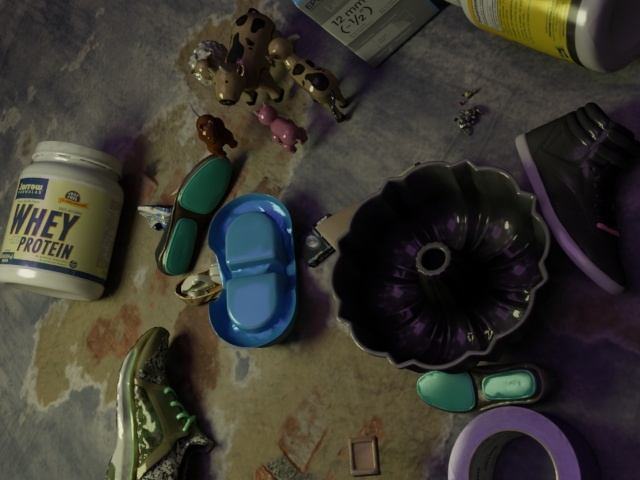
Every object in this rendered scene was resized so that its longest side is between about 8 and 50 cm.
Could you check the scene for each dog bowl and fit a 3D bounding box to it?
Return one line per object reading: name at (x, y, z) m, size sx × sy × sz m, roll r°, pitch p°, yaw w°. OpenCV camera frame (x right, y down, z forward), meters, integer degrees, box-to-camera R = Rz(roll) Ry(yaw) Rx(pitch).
dog bowl at (-0.117, 0.061, 1.441) m, size 0.166 × 0.074 × 0.297 m, roll -10°, pitch 68°, yaw 13°

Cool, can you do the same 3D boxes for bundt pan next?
bundt pan at (0.186, 0.049, 1.150) m, size 0.331 × 0.124 × 0.330 m, roll -13°, pitch 60°, yaw 23°

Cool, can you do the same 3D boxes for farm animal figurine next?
farm animal figurine at (-0.125, -0.325, 1.520) m, size 0.331 × 0.172 × 0.326 m, roll -18°, pitch 56°, yaw 20°

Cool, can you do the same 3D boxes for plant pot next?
plant pot at (0.077, -0.003, 1.320) m, size 0.096 × 0.109 × 0.109 m, roll -44°, pitch 51°, yaw 3°

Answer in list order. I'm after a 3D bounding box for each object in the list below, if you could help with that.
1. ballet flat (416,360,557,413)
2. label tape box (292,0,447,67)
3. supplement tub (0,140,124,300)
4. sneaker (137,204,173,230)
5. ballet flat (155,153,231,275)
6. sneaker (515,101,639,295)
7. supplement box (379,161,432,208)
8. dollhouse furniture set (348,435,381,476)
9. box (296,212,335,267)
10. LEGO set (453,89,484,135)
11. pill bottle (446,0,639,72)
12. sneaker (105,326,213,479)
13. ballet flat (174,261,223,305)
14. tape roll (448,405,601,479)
ballet flat at (0.241, 0.214, 1.132) m, size 0.213 × 0.068 × 0.072 m, roll -13°, pitch 77°, yaw 41°
label tape box at (0.069, -0.480, 1.327) m, size 0.249 × 0.348 × 0.115 m, roll -38°, pitch 55°, yaw 23°
supplement tub at (-0.581, -0.040, 1.771) m, size 0.236 × 0.235 × 0.324 m, roll -1°, pitch 74°, yaw 39°
sneaker at (-0.365, -0.049, 1.722) m, size 0.135 × 0.052 × 0.058 m, roll 7°, pitch 99°, yaw 53°
ballet flat at (-0.280, -0.062, 1.636) m, size 0.096 × 0.095 × 0.280 m, roll 30°, pitch 94°, yaw 56°
sneaker at (0.388, -0.074, 1.086) m, size 0.147 × 0.105 × 0.295 m, roll -37°, pitch 50°, yaw 30°
supplement box at (0.158, -0.073, 1.286) m, size 0.083 × 0.083 × 0.056 m, roll -34°, pitch 56°, yaw 26°
dollhouse furniture set at (0.135, 0.386, 1.162) m, size 0.161 × 0.101 × 0.181 m, roll -8°, pitch 67°, yaw 11°
box at (0.000, 0.000, 1.432) m, size 0.083 × 0.018 × 0.067 m, roll -38°, pitch 55°, yaw 23°
LEGO set at (0.243, -0.217, 1.309) m, size 0.054 × 0.023 × 0.083 m, roll -28°, pitch 59°, yaw 29°
pill bottle at (0.336, -0.392, 1.187) m, size 0.334 × 0.188 × 0.187 m, roll 37°, pitch 99°, yaw 41°
sneaker at (-0.291, 0.364, 1.493) m, size 0.182 × 0.158 × 0.410 m, roll -1°, pitch 64°, yaw 3°
ballet flat at (-0.209, 0.079, 1.540) m, size 0.206 × 0.067 × 0.073 m, roll -27°, pitch 58°, yaw 29°
tape roll at (0.274, 0.323, 1.056) m, size 0.189 × 0.080 × 0.188 m, roll -15°, pitch 66°, yaw 36°
